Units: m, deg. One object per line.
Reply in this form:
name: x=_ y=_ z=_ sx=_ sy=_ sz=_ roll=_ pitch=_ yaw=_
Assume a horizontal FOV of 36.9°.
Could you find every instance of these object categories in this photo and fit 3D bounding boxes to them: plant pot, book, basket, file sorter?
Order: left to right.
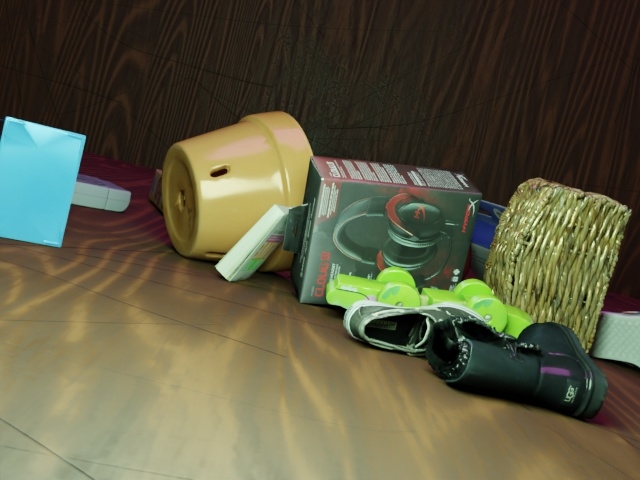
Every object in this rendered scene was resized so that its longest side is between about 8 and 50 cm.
file sorter: x=-0.440 y=-0.091 z=1.434 sx=0.118 sy=0.170 sz=0.104 roll=12 pitch=3 yaw=-32
plant pot: x=-0.156 y=-0.081 z=1.702 sx=0.203 sy=0.291 sz=0.291 roll=-6 pitch=14 yaw=-27
book: x=-0.096 y=0.003 z=1.568 sx=0.035 sy=0.144 sz=0.096 roll=45 pitch=13 yaw=16
basket: x=0.397 y=0.037 z=1.785 sx=0.213 sy=0.299 sz=0.223 roll=12 pitch=8 yaw=-17

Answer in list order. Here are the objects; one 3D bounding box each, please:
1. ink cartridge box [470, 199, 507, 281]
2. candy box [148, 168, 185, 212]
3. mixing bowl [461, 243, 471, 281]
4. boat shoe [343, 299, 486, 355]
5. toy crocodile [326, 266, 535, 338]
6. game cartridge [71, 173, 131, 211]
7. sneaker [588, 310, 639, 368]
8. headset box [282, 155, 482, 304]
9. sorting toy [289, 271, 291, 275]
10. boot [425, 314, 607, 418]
ink cartridge box: x=0.410 y=0.041 z=2.179 sx=0.330 sy=0.071 sz=0.324 roll=49 pitch=-8 yaw=-22
candy box: x=-0.318 y=-0.105 z=2.409 sx=0.183 sy=0.088 sz=0.316 roll=14 pitch=6 yaw=-18
mixing bowl: x=0.268 y=0.052 z=2.175 sx=0.181 sy=0.098 sz=0.181 roll=-19 pitch=28 yaw=11
boat shoe: x=0.143 y=0.128 z=1.331 sx=0.219 sy=0.078 sz=0.070 roll=4 pitch=8 yaw=-22
toy crocodile: x=0.173 y=0.112 z=1.473 sx=0.340 sy=0.105 sz=0.115 roll=10 pitch=12 yaw=-7
game cartridge: x=-0.571 y=-0.122 z=2.062 sx=0.297 sy=0.062 sz=0.198 roll=12 pitch=10 yaw=-34
sneaker: x=0.623 y=0.191 z=1.738 sx=0.127 sy=0.126 sz=0.321 roll=6 pitch=8 yaw=-30
headset box: x=0.086 y=-0.009 z=1.544 sx=0.293 sy=0.218 sz=0.110 roll=5 pitch=23 yaw=-13
sorting toy: x=-0.012 y=0.060 z=1.792 sx=0.075 sy=0.045 sz=0.083 roll=26 pitch=9 yaw=28
boot: x=0.241 y=0.145 z=1.271 sx=0.207 sy=0.094 sz=0.246 roll=18 pitch=11 yaw=-9
